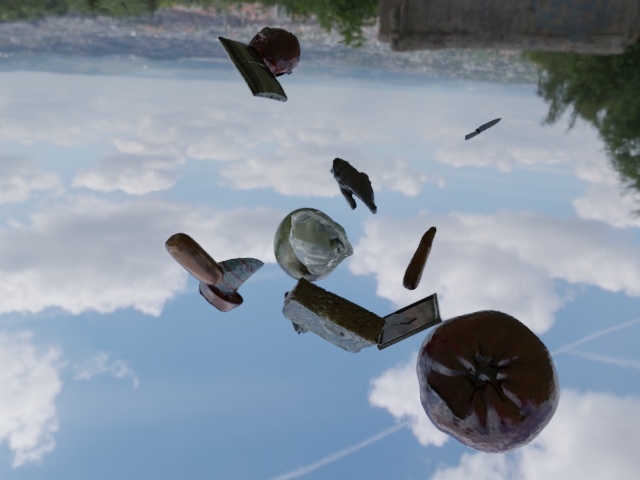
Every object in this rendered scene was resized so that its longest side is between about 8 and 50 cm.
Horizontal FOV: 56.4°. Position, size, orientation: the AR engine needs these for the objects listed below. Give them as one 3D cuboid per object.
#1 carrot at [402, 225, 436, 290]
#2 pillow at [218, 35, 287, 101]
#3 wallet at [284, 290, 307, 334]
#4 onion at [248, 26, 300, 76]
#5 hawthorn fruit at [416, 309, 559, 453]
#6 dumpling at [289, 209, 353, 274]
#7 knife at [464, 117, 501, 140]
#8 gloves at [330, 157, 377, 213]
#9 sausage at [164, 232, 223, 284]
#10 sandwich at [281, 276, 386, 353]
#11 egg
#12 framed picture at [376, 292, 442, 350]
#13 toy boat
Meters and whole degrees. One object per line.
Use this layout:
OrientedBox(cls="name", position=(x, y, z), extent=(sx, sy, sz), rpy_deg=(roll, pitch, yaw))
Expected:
OrientedBox(cls="carrot", position=(0.330, 0.053, 1.966), extent=(0.059, 0.247, 0.059), rpy_deg=(23, 163, 7))
OrientedBox(cls="pillow", position=(-0.195, -0.504, 1.767), extent=(0.052, 0.208, 0.212), rpy_deg=(-33, 175, 25))
OrientedBox(cls="wallet", position=(-0.054, 0.253, 2.206), extent=(0.069, 0.170, 0.231), rpy_deg=(-13, 178, 20))
OrientedBox(cls="onion", position=(-0.157, -0.620, 1.931), extent=(0.184, 0.184, 0.147), rpy_deg=(8, 159, 17))
OrientedBox(cls="hawthorn fruit", position=(0.475, 0.413, 1.715), extent=(0.403, 0.402, 0.403), rpy_deg=(3, -164, -1))
OrientedBox(cls="dumpling", position=(0.000, 0.000, 1.620), extent=(0.162, 0.250, 0.132), rpy_deg=(-9, -135, 11))
OrientedBox(cls="knife", position=(0.527, -0.364, 1.942), extent=(0.010, 0.023, 0.170), rpy_deg=(-13, 174, -31))
OrientedBox(cls="gloves", position=(0.130, -0.213, 2.358), extent=(0.142, 0.119, 0.285), rpy_deg=(-35, -109, -13))
OrientedBox(cls="sausage", position=(-0.447, 0.071, 2.143), extent=(0.105, 0.274, 0.105), rpy_deg=(-17, -132, 20))
OrientedBox(cls="sandwich", position=(0.027, 0.243, 1.867), extent=(0.301, 0.099, 0.271), rpy_deg=(27, 155, -1))
OrientedBox(cls="egg", position=(-0.041, 0.008, 2.010), extent=(0.238, 0.289, 0.238), rpy_deg=(1, -129, -1))
OrientedBox(cls="framed picture", position=(0.304, 0.274, 2.057), extent=(0.232, 0.024, 0.315), rpy_deg=(-27, -174, 13))
OrientedBox(cls="toy boat", position=(-0.339, 0.141, 2.305), extent=(0.206, 0.282, 0.096), rpy_deg=(45, -151, -7))
